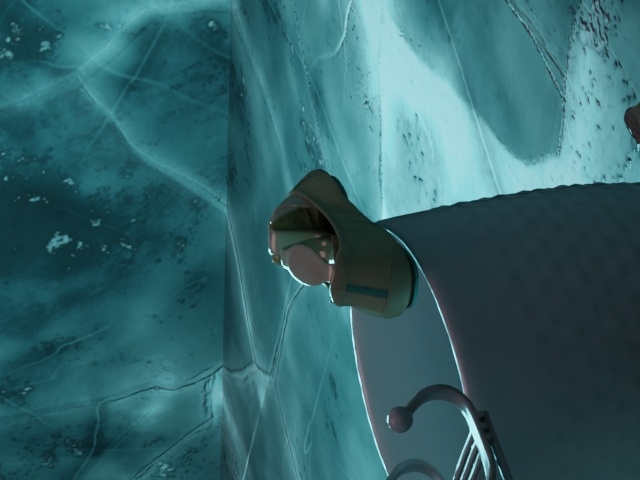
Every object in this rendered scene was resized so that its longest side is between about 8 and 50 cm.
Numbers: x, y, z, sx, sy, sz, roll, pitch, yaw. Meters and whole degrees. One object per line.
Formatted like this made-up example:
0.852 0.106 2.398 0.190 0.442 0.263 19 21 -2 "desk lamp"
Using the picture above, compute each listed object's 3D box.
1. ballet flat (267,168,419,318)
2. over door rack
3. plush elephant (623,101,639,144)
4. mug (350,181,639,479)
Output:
0.000 0.000 1.449 0.248 0.086 0.086 -142 42 -67 "ballet flat"
0.118 0.293 1.271 0.324 0.108 0.239 58 157 28 "over door rack"
0.328 -0.085 1.138 0.272 0.255 0.330 -124 27 -53 "plush elephant"
0.209 0.078 1.538 0.374 0.328 0.276 -151 51 -70 "mug"
